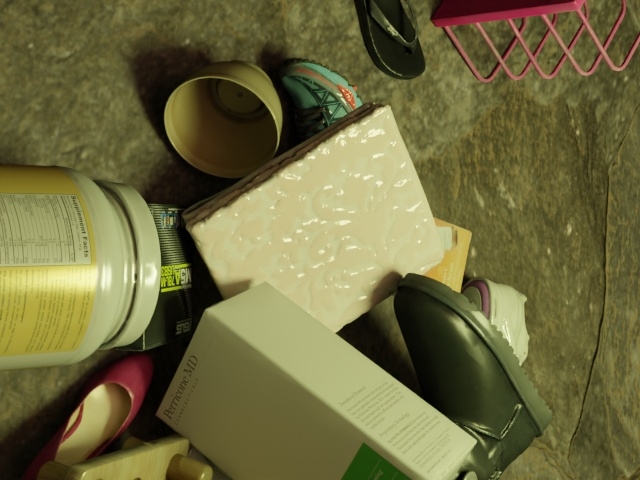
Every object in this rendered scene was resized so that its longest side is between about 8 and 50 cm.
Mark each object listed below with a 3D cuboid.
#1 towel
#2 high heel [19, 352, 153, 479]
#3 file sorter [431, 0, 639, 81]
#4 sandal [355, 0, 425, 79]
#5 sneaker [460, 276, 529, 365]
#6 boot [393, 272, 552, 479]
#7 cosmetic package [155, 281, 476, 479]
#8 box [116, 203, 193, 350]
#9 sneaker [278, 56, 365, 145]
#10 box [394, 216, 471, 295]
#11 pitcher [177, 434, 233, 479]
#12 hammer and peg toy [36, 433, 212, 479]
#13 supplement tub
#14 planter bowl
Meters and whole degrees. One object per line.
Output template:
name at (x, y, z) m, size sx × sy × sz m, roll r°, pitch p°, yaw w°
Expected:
towel at (0.000, 0.000, 1.629) m, size 0.332 × 0.053 × 0.317 m, roll -32°, pitch 129°, yaw -9°
high heel at (-0.286, 0.233, 1.460) m, size 0.244 × 0.117 × 0.082 m, roll -43°, pitch 100°, yaw -28°
file sorter at (0.379, -0.386, 1.902) m, size 0.182 × 0.291 × 0.202 m, roll 48°, pitch 62°, yaw -33°
sandal at (0.104, -0.368, 1.820) m, size 0.097 × 0.054 × 0.254 m, roll -40°, pitch 115°, yaw -32°
sneaker at (0.303, 0.220, 1.963) m, size 0.152 × 0.114 × 0.305 m, roll 10°, pitch 85°, yaw -39°
boot at (0.123, 0.324, 1.660) m, size 0.445 × 0.146 × 0.367 m, roll -50°, pitch 116°, yaw -19°
cosmetic package at (-0.010, 0.243, 1.493) m, size 0.155 × 0.365 × 0.197 m, roll -26°, pitch 146°, yaw -58°
box at (-0.215, 0.044, 1.504) m, size 0.191 × 0.045 × 0.184 m, roll -2°, pitch 90°, yaw -77°
sneaker at (0.014, -0.156, 1.720) m, size 0.262 × 0.104 × 0.125 m, roll 51°, pitch 63°, yaw -29°
box at (0.145, 0.025, 1.841) m, size 0.170 × 0.091 × 0.130 m, roll 18°, pitch 80°, yaw -39°
pitcher at (-0.178, 0.385, 1.572) m, size 0.178 × 0.125 × 0.207 m, roll -34°, pitch 103°, yaw -12°
hammer and peg toy at (-0.268, 0.428, 1.397) m, size 0.266 × 0.127 × 0.361 m, roll 4°, pitch 101°, yaw -68°
supplement tub at (-0.376, 0.031, 1.305) m, size 0.331 × 0.241 × 0.241 m, roll -1°, pitch 91°, yaw -41°
planter bowl at (-0.122, -0.182, 1.584) m, size 0.162 × 0.162 × 0.109 m, roll 57°, pitch 31°, yaw -26°
